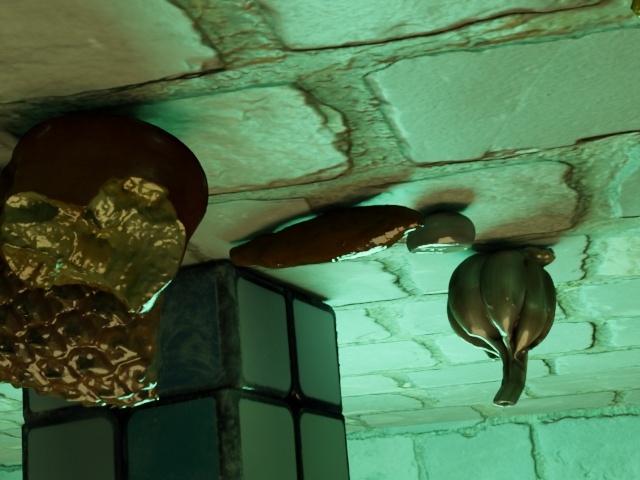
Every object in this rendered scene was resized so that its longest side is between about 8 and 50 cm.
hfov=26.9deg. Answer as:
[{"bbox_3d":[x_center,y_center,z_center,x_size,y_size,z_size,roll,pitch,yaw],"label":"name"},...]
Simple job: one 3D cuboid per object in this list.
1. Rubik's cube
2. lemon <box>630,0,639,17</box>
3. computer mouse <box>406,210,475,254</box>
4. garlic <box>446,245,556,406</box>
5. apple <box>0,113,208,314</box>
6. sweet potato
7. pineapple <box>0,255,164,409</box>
[{"bbox_3d":[-0.165,0.224,1.684,0.318,0.313,0.316,-12,163,23],"label":"Rubik's cube"},{"bbox_3d":[0.240,-0.161,0.859,0.083,0.062,0.062,-12,163,27],"label":"lemon"},{"bbox_3d":[0.127,-0.009,1.423,0.066,0.039,0.096,1,172,-15],"label":"computer mouse"},{"bbox_3d":[0.209,0.100,1.575,0.127,0.194,0.131,15,163,-26],"label":"garlic"},{"bbox_3d":[-0.182,-0.029,1.090,0.158,0.147,0.156,28,143,-14],"label":"apple"},{"bbox_3d":[-0.001,-0.001,1.398,0.264,0.057,0.057,-10,164,36],"label":"sweet potato"},{"bbox_3d":[-0.319,0.039,1.229,0.362,0.202,0.202,9,162,-10],"label":"pineapple"}]
